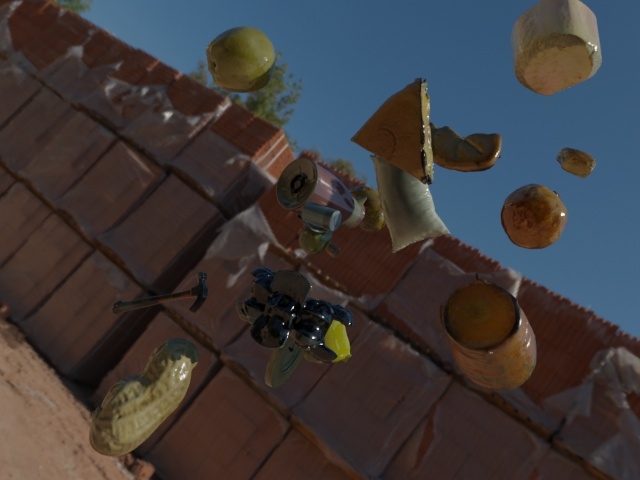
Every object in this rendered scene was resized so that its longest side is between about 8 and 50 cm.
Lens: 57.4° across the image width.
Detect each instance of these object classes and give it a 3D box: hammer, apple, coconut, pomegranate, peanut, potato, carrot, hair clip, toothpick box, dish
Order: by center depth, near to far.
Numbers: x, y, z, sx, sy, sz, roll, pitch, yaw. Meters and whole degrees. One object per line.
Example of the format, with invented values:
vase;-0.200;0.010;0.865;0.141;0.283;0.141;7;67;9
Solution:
toothpick box;0.002;-0.058;1.392;0.083;0.052;0.052;21;-20;30
peanut;-0.421;0.374;1.416;0.153;0.325;0.140;38;-23;-1
hair clip;-0.074;0.178;1.473;0.310;0.195;0.206;24;-4;16
carrot;0.449;0.259;1.534;0.224;0.224;0.341;33;-14;35
coconut;0.651;-0.547;1.626;0.238;0.245;0.239;7;-34;5
hammer;-0.456;0.167;1.656;0.033;0.287;0.111;58;23;-62
apple;-0.226;-0.515;1.675;0.200;0.200;0.200;39;-11;9
potato;0.162;-0.108;1.986;0.137;0.137;0.176;66;-2;-66
dish;-0.019;0.343;2.048;0.221;0.108;0.263;-10;-72;39
pomegranate;0.752;-0.086;2.054;0.248;0.248;0.248;39;-11;9
pomegranate;0.002;-0.007;2.108;0.159;0.130;0.129;11;-9;-6

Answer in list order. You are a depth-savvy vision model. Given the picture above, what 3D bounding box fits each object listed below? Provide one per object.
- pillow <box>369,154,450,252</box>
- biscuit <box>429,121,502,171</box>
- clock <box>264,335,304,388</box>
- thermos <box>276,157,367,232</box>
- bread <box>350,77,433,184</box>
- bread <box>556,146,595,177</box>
pillow;0.210;-0.110;1.391;0.078;0.144;0.254;9;67;-75
biscuit;0.433;-0.298;1.878;0.299;0.154;0.045;20;-19;38
clock;-0.086;0.308;1.661;0.029;0.235;0.235;25;-16;19
thermos;0.007;-0.105;1.634;0.265;0.176;0.146;27;32;-47
bread;0.174;-0.187;1.065;0.160;0.169;0.140;48;16;8
bread;0.859;-0.267;1.962;0.106;0.082;0.125;29;27;-3
